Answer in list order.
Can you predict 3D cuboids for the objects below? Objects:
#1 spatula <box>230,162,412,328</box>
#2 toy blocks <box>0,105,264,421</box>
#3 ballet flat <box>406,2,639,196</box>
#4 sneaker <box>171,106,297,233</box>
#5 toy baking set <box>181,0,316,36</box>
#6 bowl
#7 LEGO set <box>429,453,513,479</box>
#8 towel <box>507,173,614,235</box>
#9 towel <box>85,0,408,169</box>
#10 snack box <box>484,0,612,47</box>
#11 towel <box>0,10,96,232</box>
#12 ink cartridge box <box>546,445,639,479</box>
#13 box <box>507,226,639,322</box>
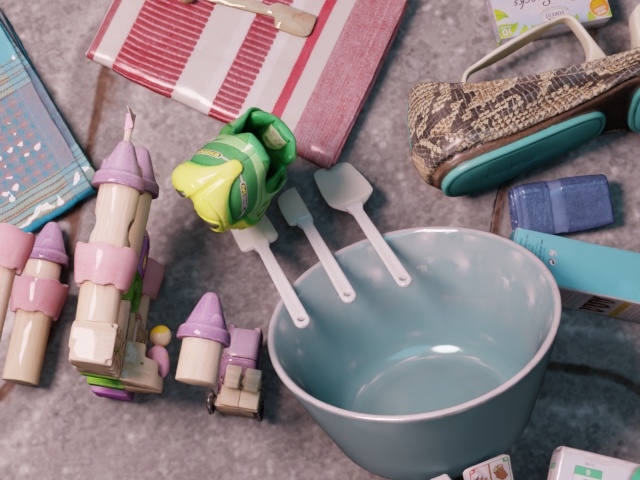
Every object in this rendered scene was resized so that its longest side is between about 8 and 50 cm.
[{"bbox_3d":[0.000,0.000,1.578,0.168,0.019,0.242,-20,38,-10],"label":"spatula"},{"bbox_3d":[-0.196,0.028,1.503,0.309,0.288,0.260,9,74,1],"label":"toy blocks"},{"bbox_3d":[0.332,-0.189,1.642,0.483,0.164,0.182,-13,69,-2],"label":"ballet flat"},{"bbox_3d":[-0.074,-0.078,1.531,0.123,0.295,0.109,-36,96,8],"label":"sneaker"},{"bbox_3d":[-0.094,-0.360,1.681,0.197,0.030,0.256,-9,79,-1],"label":"toy baking set"},{"bbox_3d":[0.111,0.139,1.513,0.312,0.163,0.311,-9,37,7],"label":"bowl"},{"bbox_3d":[0.130,0.338,1.505,0.183,0.060,0.244,-21,123,-8],"label":"LEGO set"},{"bbox_3d":[0.283,-0.040,1.659,0.120,0.029,0.067,-8,96,-1],"label":"towel"},{"bbox_3d":[-0.085,-0.254,1.695,0.329,0.037,0.237,24,80,5],"label":"towel"},{"bbox_3d":[0.273,-0.299,1.717,0.141,0.037,0.100,-13,80,-5],"label":"snack box"},{"bbox_3d":[-0.475,-0.082,1.638,0.370,0.040,0.271,-31,80,-8],"label":"towel"},{"bbox_3d":[0.308,0.341,1.439,0.181,0.056,0.224,14,75,1],"label":"ink cartridge box"},{"bbox_3d":[0.330,0.047,1.610,0.244,0.100,0.060,12,77,0],"label":"box"}]
